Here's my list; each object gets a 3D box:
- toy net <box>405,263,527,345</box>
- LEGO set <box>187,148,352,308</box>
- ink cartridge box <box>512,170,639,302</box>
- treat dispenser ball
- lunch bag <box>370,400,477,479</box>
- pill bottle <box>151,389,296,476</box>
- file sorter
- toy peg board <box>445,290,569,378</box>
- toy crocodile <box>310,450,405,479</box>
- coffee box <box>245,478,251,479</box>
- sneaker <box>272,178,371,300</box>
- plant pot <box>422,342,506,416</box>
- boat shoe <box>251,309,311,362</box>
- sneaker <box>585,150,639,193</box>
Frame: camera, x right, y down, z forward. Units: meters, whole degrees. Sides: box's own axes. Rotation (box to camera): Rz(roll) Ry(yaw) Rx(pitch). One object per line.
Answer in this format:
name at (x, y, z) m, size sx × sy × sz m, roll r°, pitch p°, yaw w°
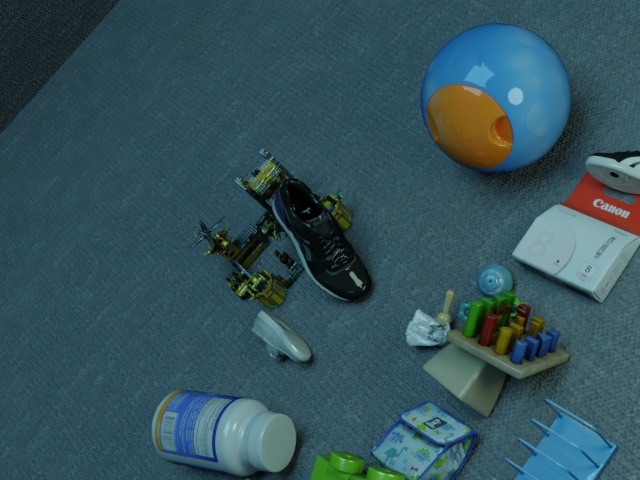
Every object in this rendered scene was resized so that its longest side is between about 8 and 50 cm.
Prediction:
toy net at (0.271, 0.145, 2.076) m, size 0.232 × 0.045 × 0.122 m, roll -34°, pitch 76°, yaw 16°
LEGO set at (-0.116, -0.037, 2.365) m, size 0.331 × 0.192 × 0.255 m, roll -43°, pitch 46°, yaw 4°
ink cartridge box at (0.491, -0.022, 2.016) m, size 0.189 × 0.066 × 0.232 m, roll 28°, pitch 83°, yaw 43°
treat dispenser ball at (0.338, -0.274, 2.130) m, size 0.288 × 0.288 × 0.288 m, roll -18°, pitch 52°, yaw 25°
lunch bag at (0.187, 0.366, 1.953) m, size 0.151 × 0.096 × 0.129 m, roll -44°, pitch 42°, yaw -15°
pill bottle at (-0.187, 0.380, 2.166) m, size 0.272 × 0.152 × 0.152 m, roll 2°, pitch 62°, yaw 36°
file sorter at (0.377, 0.363, 1.805) m, size 0.118 × 0.104 × 0.170 m, roll 30°, pitch 81°, yaw 44°
toy peg board at (0.333, 0.156, 1.913) m, size 0.160 × 0.161 × 0.079 m, roll 28°, pitch 115°, yaw 37°
toy crocodile at (0.084, 0.448, 1.936) m, size 0.340 × 0.105 × 0.115 m, roll 4°, pitch 81°, yaw 60°
coffee box at (-0.043, 0.567, 1.960) m, size 0.297 × 0.119 × 0.168 m, roll 17°, pitch 71°, yaw 42°
sneaker at (0.000, 0.000, 2.221) m, size 0.107 × 0.124 × 0.283 m, roll -37°, pitch 83°, yaw -14°
plant pot at (0.268, 0.233, 1.961) m, size 0.096 × 0.109 × 0.109 m, roll -52°, pitch 46°, yaw 2°
boat shoe at (-0.087, 0.210, 2.273) m, size 0.184 × 0.066 × 0.063 m, roll 38°, pitch 101°, yaw 42°
sneaker at (0.603, -0.146, 2.001) m, size 0.217 × 0.079 × 0.121 m, roll 19°, pitch 68°, yaw 28°
